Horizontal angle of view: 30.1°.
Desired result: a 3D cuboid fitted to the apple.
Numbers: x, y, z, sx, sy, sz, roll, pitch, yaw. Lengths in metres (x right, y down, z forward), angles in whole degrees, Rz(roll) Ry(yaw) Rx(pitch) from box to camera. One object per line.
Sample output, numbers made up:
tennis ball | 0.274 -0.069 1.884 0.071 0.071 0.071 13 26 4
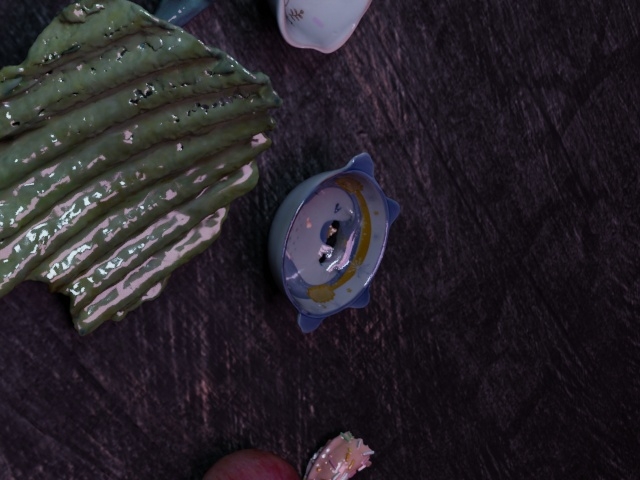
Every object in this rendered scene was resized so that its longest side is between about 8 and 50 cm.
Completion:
apple | -0.101 0.360 1.643 0.153 0.120 0.153 -15 116 -34

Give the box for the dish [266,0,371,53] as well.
dish | -0.015 -0.344 1.456 0.229 0.081 0.229 -33 133 -43

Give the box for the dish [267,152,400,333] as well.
dish | 0.000 0.000 1.617 0.236 0.086 0.228 -55 137 -14

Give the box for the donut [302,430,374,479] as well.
donut | 0.020 0.381 1.814 0.117 0.065 0.166 -21 119 -39

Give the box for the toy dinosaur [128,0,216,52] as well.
toy dinosaur | -0.095 -0.354 1.373 0.331 0.129 0.384 -13 118 -50

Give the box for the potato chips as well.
potato chips | -0.220 -0.069 1.303 0.389 0.097 0.373 -47 138 13
